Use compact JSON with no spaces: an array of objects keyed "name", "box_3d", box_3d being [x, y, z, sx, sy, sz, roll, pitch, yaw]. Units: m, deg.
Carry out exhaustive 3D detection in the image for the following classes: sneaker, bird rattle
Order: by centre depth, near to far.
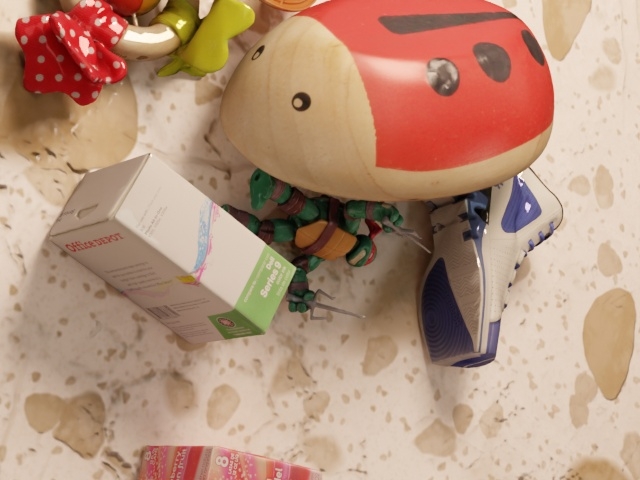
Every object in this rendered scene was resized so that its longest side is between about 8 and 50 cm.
[{"name":"bird rattle","box_3d":[-0.214,-0.251,1.496,0.254,0.143,0.206,-8,75,-24]},{"name":"sneaker","box_3d":[0.229,0.004,1.746,0.182,0.127,0.315,7,77,-33]}]

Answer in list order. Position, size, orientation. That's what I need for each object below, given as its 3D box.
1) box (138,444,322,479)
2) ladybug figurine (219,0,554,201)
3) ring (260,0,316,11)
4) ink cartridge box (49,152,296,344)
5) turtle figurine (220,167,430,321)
[{"name":"box","box_3d":[-0.119,0.371,1.421,0.142,0.154,0.299,20,73,-32]},{"name":"ladybug figurine","box_3d":[0.098,-0.184,1.577,0.449,0.305,0.161,-15,136,-36]},{"name":"ring","box_3d":[-0.082,-0.420,1.554,0.336,0.032,0.336,41,39,-44]},{"name":"ink cartridge box","box_3d":[-0.157,0.013,1.445,0.212,0.154,0.093,37,63,-26]},{"name":"turtle figurine","box_3d":[0.000,0.000,1.592,0.234,0.118,0.175,23,110,-30]}]
